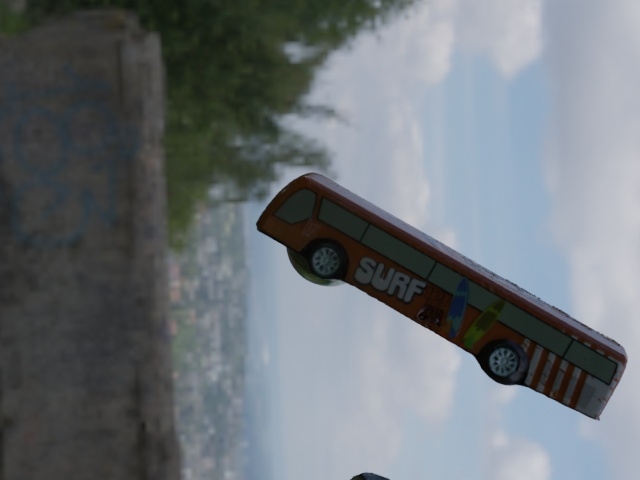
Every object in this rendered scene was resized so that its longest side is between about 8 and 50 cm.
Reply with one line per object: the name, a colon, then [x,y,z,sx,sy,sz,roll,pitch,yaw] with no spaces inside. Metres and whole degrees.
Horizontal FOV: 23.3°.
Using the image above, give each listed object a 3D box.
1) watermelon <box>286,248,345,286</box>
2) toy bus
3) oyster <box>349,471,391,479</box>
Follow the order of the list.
watermelon: [0.006,0.002,1.769,0.109,0.109,0.109,178,-90,-87]
toy bus: [0.126,0.056,1.622,0.092,0.409,0.093,-61,176,9]
oyster: [0.090,0.334,1.341,0.351,0.162,0.158,-114,-169,-63]
